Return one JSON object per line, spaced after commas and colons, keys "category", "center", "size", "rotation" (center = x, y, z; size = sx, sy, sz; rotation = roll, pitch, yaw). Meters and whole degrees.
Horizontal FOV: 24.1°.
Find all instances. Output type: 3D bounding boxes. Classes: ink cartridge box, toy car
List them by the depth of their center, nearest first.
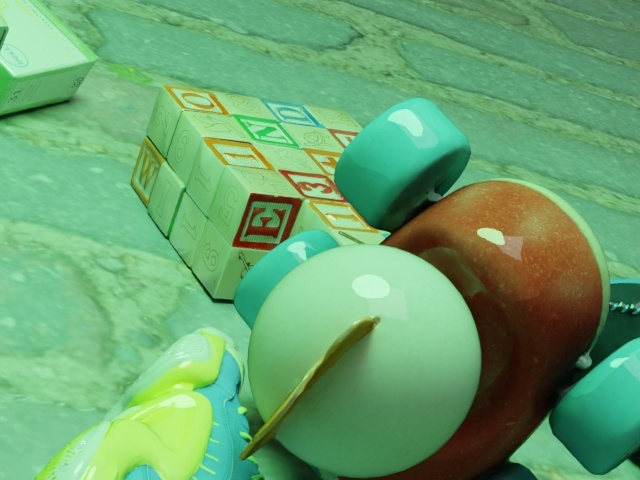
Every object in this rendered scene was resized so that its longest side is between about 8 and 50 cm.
{"category": "toy car", "center": [0.024, 0.069, 0.760], "size": [0.219, 0.210, 0.238], "rotation": [50, 32, 17]}
{"category": "ink cartridge box", "center": [-0.305, -0.166, 1.169], "size": [0.171, 0.056, 0.235], "rotation": [45, 26, 9]}

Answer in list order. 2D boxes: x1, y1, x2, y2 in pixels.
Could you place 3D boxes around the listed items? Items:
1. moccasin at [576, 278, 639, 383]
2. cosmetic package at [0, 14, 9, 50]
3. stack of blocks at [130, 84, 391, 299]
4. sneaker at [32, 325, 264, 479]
{"category": "moccasin", "center": [0.310, 0.132, 0.998], "size": [0.342, 0.137, 0.117], "rotation": [25, 28, 11]}
{"category": "cosmetic package", "center": [-0.372, -0.210, 1.047], "size": [0.160, 0.113, 0.309], "rotation": [-19, 63, -43]}
{"category": "stack of blocks", "center": [0.000, 0.000, 1.077], "size": [0.171, 0.087, 0.297], "rotation": [5, 28, -33]}
{"category": "sneaker", "center": [-0.066, 0.132, 0.765], "size": [0.126, 0.091, 0.240], "rotation": [42, 24, 1]}
